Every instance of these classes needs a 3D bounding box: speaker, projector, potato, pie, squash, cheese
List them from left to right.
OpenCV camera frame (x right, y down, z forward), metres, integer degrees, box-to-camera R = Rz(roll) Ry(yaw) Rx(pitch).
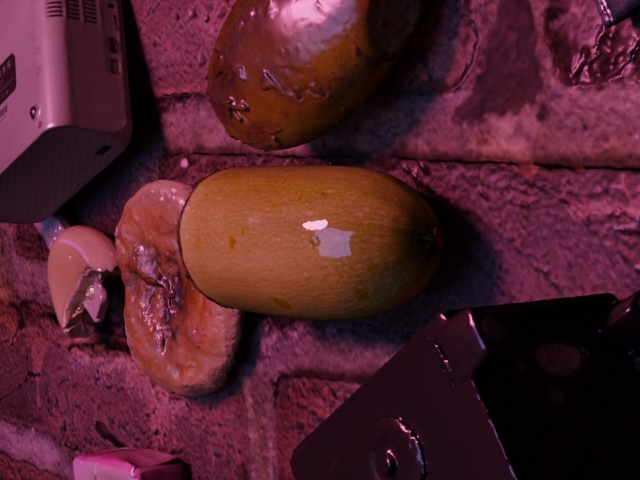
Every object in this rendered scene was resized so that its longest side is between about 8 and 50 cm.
[{"bbox_3d":[-0.302,-0.154,1.601,0.250,0.108,0.198,-33,58,50],"label":"projector"},{"bbox_3d":[-0.274,0.013,1.657,0.235,0.050,0.127,52,131,45],"label":"cheese"},{"bbox_3d":[-0.130,0.048,1.475,0.185,0.052,0.218,-2,95,47],"label":"pie"},{"bbox_3d":[-0.009,-0.166,1.236,0.251,0.113,0.149,-40,60,49],"label":"potato"},{"bbox_3d":[0.000,0.000,1.232,0.247,0.133,0.132,1,96,53],"label":"squash"},{"bbox_3d":[0.136,0.187,1.040,0.254,0.184,0.232,-48,57,46],"label":"speaker"}]

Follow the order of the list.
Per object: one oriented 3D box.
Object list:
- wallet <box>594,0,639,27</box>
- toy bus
[{"bbox_3d":[0.222,-0.210,1.001,0.129,0.026,0.088,-38,61,49],"label":"wallet"},{"bbox_3d":[-0.182,0.350,1.550,0.112,0.090,0.273,-11,86,46],"label":"toy bus"}]
